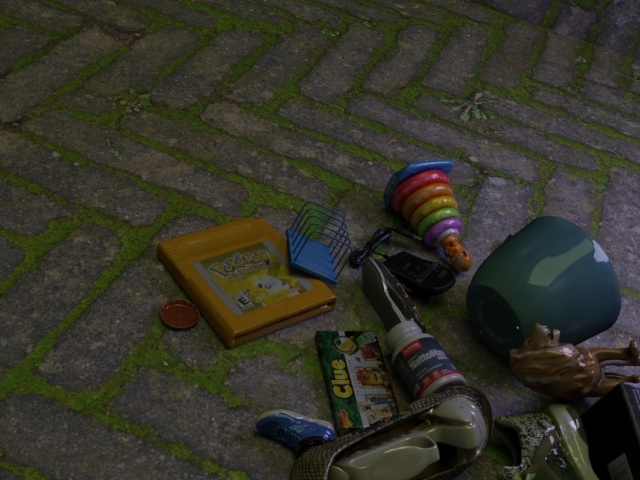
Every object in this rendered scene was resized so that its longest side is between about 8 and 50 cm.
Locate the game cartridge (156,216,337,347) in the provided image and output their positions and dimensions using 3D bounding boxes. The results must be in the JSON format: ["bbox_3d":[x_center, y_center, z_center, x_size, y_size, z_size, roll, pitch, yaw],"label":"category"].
[{"bbox_3d":[-0.166,0.077,1.926,0.285,0.053,0.324,-18,50,-34],"label":"game cartridge"}]

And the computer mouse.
[{"bbox_3d":[0.216,0.056,2.072,0.261,0.060,0.184,19,41,25],"label":"computer mouse"}]

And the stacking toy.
[{"bbox_3d":[0.296,-0.044,2.169,0.165,0.175,0.302,-9,58,-27],"label":"stacking toy"}]

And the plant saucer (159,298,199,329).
[{"bbox_3d":[-0.297,0.157,1.816,0.083,0.013,0.084,9,40,-7],"label":"plant saucer"}]

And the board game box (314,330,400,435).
[{"bbox_3d":[0.076,0.287,1.767,0.136,0.030,0.260,0,41,-14],"label":"board game box"}]

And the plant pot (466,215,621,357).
[{"bbox_3d":[0.465,0.125,1.898,0.235,0.293,0.293,-27,53,-24],"label":"plant pot"}]

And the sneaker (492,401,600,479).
[{"bbox_3d":[0.413,0.466,1.576,0.181,0.158,0.410,3,32,-6],"label":"sneaker"}]

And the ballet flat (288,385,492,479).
[{"bbox_3d":[0.175,0.379,1.558,0.482,0.182,0.164,-14,82,-31],"label":"ballet flat"}]

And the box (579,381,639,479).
[{"bbox_3d":[0.693,0.447,1.584,0.312,0.179,0.343,1,56,-14],"label":"box"}]

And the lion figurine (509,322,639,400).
[{"bbox_3d":[0.540,0.278,1.784,0.240,0.392,0.142,-9,65,21],"label":"lion figurine"}]

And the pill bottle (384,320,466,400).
[{"bbox_3d":[0.210,0.256,1.783,0.107,0.108,0.180,-10,44,-28],"label":"pill bottle"}]

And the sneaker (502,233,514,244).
[{"bbox_3d":[0.558,0.028,2.203,0.192,0.064,0.086,13,43,3],"label":"sneaker"}]

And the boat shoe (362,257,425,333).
[{"bbox_3d":[0.162,0.131,1.947,0.068,0.081,0.228,-4,49,-26],"label":"boat shoe"}]

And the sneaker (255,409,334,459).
[{"bbox_3d":[-0.047,0.368,1.603,0.152,0.058,0.085,14,29,-11],"label":"sneaker"}]

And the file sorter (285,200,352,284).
[{"bbox_3d":[0.000,0.000,1.980,0.118,0.105,0.170,25,22,-17],"label":"file sorter"}]
